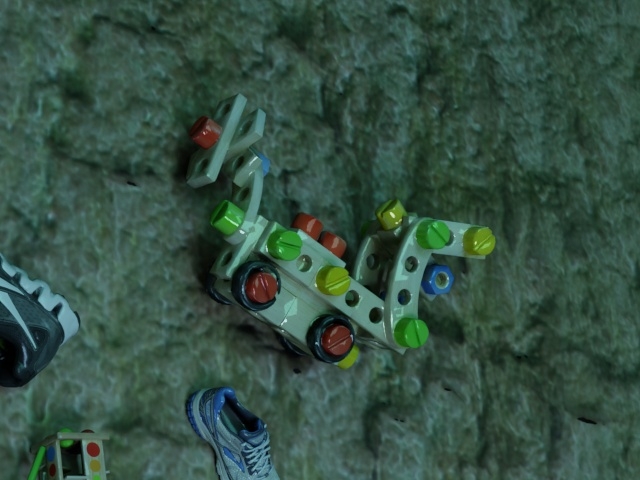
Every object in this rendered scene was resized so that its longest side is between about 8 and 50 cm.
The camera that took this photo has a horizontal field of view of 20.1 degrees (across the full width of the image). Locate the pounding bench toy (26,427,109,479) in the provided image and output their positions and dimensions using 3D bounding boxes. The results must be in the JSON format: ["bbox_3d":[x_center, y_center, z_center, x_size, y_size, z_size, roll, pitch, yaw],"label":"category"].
[{"bbox_3d":[-0.229,0.197,1.568,0.083,0.052,0.065,6,66,-38],"label":"pounding bench toy"}]

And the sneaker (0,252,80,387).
[{"bbox_3d":[-0.315,0.041,1.552,0.234,0.078,0.106,42,46,-20],"label":"sneaker"}]

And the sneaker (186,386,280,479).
[{"bbox_3d":[-0.072,0.195,1.698,0.135,0.058,0.052,56,46,-6],"label":"sneaker"}]

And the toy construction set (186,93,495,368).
[{"bbox_3d":[0.000,0.000,1.788,0.328,0.151,0.215,33,76,-15],"label":"toy construction set"}]
